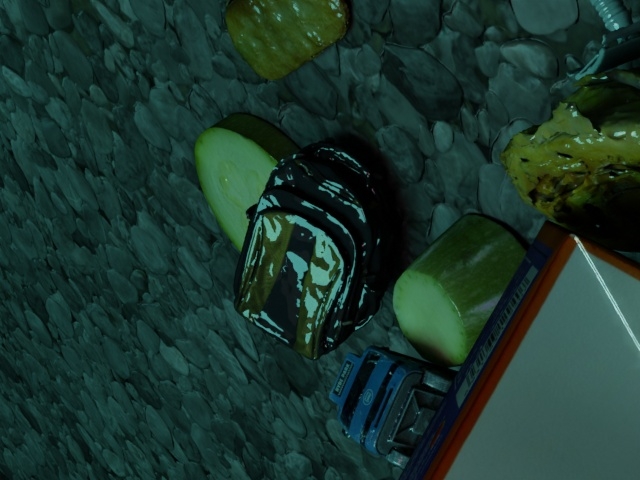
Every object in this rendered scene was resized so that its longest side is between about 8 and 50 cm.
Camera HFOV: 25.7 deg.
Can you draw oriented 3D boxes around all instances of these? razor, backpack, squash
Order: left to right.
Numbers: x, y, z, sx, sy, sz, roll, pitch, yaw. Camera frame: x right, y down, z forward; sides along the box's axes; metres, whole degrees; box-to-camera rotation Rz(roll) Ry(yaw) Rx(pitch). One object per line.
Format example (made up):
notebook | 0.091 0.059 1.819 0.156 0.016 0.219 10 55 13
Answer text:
squash | -0.071 -0.051 1.885 0.252 0.049 0.252 36 146 29
backpack | 0.000 0.000 1.713 0.206 0.133 0.258 28 128 17
squash | 0.166 0.064 1.566 0.170 0.123 0.170 35 138 38
razor | 0.217 -0.256 1.210 0.232 0.106 0.068 61 152 11

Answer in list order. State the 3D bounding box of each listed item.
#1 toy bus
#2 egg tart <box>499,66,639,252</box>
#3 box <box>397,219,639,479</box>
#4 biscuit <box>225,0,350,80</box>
toy bus | 0.134 0.201 1.617 0.134 0.246 0.113 28 96 50
egg tart | 0.294 -0.073 1.177 0.297 0.132 0.297 19 167 4
box | 0.243 0.207 1.142 0.318 0.348 0.257 28 -175 1
biscuit | -0.042 -0.262 1.644 0.118 0.029 0.247 54 152 -8
